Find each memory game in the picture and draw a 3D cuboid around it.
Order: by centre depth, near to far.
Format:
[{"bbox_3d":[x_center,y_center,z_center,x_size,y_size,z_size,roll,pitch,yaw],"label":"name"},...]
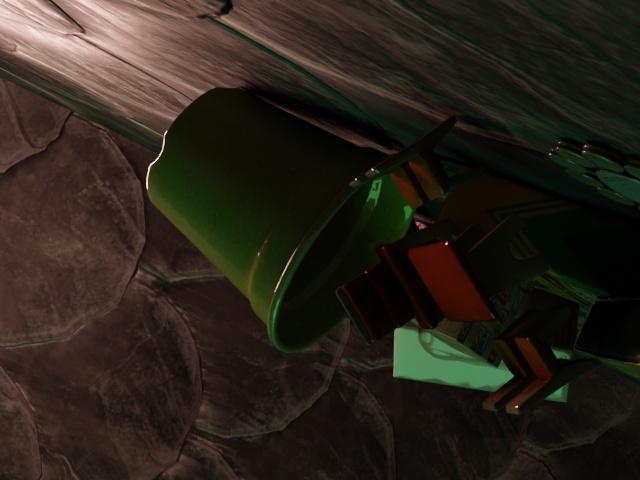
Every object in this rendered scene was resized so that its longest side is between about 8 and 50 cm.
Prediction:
[{"bbox_3d":[0.273,-0.040,1.098,0.186,0.012,0.186,25,178,1],"label":"memory game"}]

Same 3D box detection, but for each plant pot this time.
[{"bbox_3d":[-0.059,-0.050,1.606,0.254,0.276,0.276,36,-179,21],"label":"plant pot"}]

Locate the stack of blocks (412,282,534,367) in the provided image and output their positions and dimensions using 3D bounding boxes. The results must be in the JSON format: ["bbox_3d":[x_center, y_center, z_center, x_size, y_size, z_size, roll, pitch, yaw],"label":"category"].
[{"bbox_3d":[0.235,0.080,2.013,0.087,0.171,0.297,23,176,22],"label":"stack of blocks"}]

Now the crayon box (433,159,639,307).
[{"bbox_3d":[0.265,0.013,1.442,0.318,0.081,0.202,23,177,39],"label":"crayon box"}]

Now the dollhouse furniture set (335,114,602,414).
[{"bbox_3d":[0.112,0.042,1.284,0.262,0.135,0.259,59,169,-2],"label":"dollhouse furniture set"}]

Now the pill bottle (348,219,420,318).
[{"bbox_3d":[0.045,0.013,2.056,0.204,0.204,0.361,24,176,20],"label":"pill bottle"}]

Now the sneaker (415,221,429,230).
[{"bbox_3d":[0.213,0.024,2.224,0.075,0.063,0.170,-3,-150,-45],"label":"sneaker"}]

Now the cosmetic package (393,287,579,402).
[{"bbox_3d":[0.279,0.159,2.247,0.296,0.153,0.129,6,130,10],"label":"cosmetic package"}]

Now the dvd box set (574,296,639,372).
[{"bbox_3d":[0.453,0.163,1.199,0.420,0.062,0.307,24,178,2],"label":"dvd box set"}]
